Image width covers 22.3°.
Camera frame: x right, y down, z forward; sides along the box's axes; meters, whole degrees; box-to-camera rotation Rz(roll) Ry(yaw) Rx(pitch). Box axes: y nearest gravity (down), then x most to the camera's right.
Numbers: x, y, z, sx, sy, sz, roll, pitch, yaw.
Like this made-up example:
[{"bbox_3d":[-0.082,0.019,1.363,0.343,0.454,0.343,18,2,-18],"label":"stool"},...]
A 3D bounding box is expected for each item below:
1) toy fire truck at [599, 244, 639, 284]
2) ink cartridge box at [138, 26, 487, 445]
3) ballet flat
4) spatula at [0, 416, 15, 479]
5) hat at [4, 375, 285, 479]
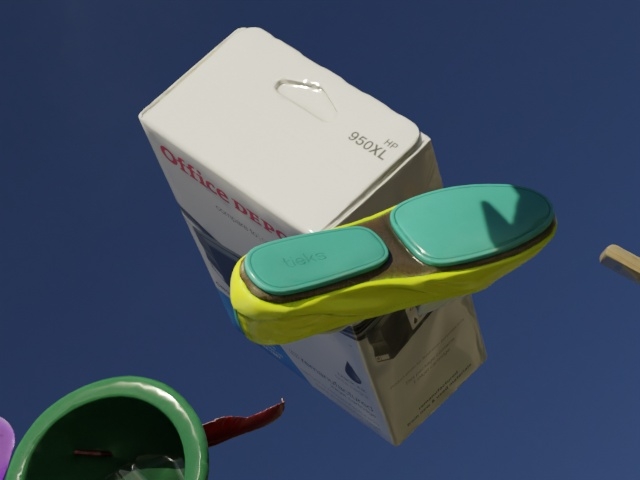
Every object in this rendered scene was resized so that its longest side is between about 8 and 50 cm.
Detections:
[{"bbox_3d":[0.405,0.019,1.511,0.246,0.158,0.217,-17,-29,-4],"label":"toy fire truck"},{"bbox_3d":[0.000,0.000,1.756,0.166,0.285,0.395,-43,-37,-18],"label":"ink cartridge box"},{"bbox_3d":[0.047,0.020,1.080,0.231,0.077,0.077,-14,-43,-20],"label":"ballet flat"},{"bbox_3d":[-0.403,0.330,1.769,0.084,0.030,0.296,12,-103,-4],"label":"spatula"},{"bbox_3d":[-0.136,0.219,1.384,0.209,0.173,0.183,-21,-28,10],"label":"hat"}]
